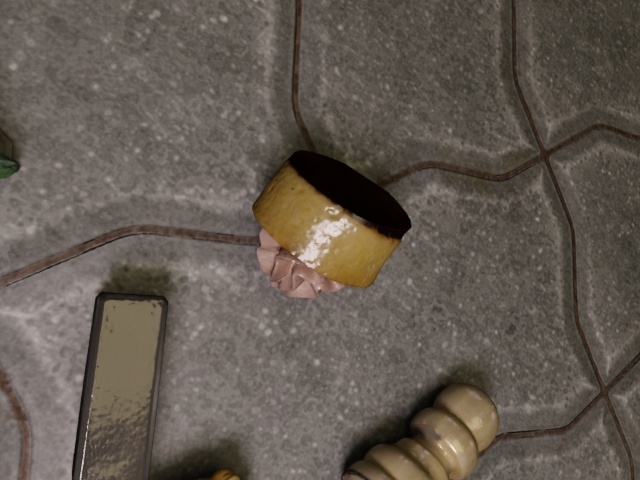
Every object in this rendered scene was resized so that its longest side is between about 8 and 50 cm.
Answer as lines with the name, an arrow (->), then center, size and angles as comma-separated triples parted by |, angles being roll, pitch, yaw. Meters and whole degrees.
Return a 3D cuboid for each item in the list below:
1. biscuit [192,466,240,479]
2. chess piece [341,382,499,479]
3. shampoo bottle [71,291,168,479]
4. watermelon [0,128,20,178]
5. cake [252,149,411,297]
biscuit -> -0.191, 0.359, 0.558 | 0.248, 0.035, 0.184 | -11, 116, -35
chess piece -> 0.170, 0.316, 0.733 | 0.260, 0.142, 0.143 | -34, 100, -30
shampoo bottle -> -0.233, 0.184, 0.568 | 0.079, 0.080, 0.246 | 8, 81, -25
watermelon -> -0.476, -0.145, 0.466 | 0.310, 0.193, 0.232 | 11, 99, -12
cake -> 0.000, 0.000, 0.664 | 0.207, 0.185, 0.178 | 0, 128, -47
